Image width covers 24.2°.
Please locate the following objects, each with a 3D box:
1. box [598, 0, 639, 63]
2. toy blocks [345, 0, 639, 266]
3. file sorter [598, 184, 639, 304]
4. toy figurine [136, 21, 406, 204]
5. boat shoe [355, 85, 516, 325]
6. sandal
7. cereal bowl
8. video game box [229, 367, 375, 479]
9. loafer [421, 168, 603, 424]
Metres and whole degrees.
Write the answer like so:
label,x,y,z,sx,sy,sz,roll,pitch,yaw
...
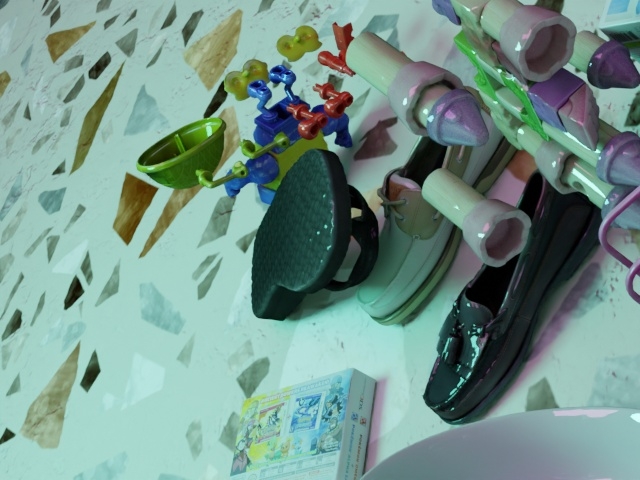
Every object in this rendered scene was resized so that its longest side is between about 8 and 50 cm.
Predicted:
label,x,y,z,sx,sy,sz,roll,pitch,yaw
box,0.398,-0.297,1.607,0.114,0.103,0.203,-2,63,52
toy blocks,0.240,-0.138,1.430,0.309,0.288,0.260,-42,47,-6
file sorter,0.393,0.059,1.272,0.202,0.182,0.291,-44,36,21
toy figurine,-0.041,-0.099,1.939,0.362,0.217,0.191,-39,43,-27
boat shoe,0.119,-0.047,1.781,0.302,0.103,0.113,-60,33,-1
sandal,0.000,-0.002,1.808,0.446,0.107,0.168,140,133,-74
cereal bowl,0.193,0.270,1.308,0.339,0.339,0.141,6,110,54
video game box,-0.029,0.263,1.789,0.205,0.048,0.187,-21,51,43
loafer,0.190,0.055,1.617,0.303,0.095,0.109,-57,33,4
